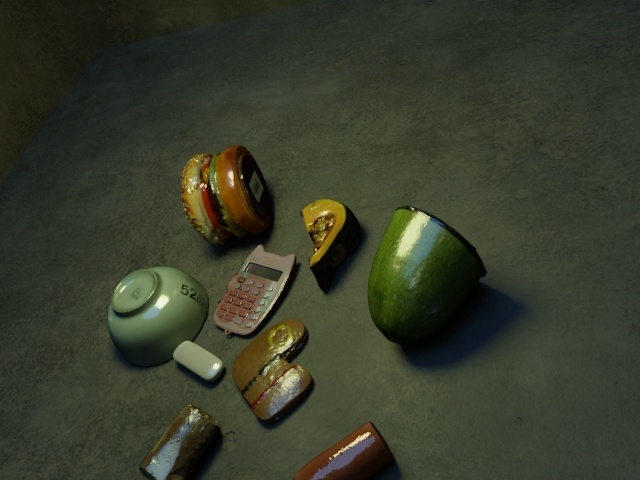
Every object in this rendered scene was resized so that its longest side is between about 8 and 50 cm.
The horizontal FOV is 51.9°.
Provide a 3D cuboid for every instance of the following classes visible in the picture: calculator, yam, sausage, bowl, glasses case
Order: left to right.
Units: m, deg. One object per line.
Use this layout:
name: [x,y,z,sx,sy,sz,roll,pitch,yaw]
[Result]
bowl: [-0.566,0.216,2.172,0.353,0.185,0.354,-15,46,16]
yam: [-0.380,0.568,1.804,0.238,0.129,0.128,-53,13,-23]
glasses case: [-0.376,0.371,2.026,0.204,0.051,0.081,22,65,40]
calculator: [-0.216,0.169,2.131,0.220,0.048,0.330,15,62,36]
sausage: [0.046,0.554,1.596,0.259,0.114,0.113,-34,44,-4]

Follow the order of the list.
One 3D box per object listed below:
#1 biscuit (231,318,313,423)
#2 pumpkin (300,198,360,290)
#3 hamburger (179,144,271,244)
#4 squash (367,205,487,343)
biscuit: [-0.121,0.363,1.896,0.262,0.052,0.277,-36,44,-5]
pumpkin: [0.000,-0.001,2.098,0.190,0.139,0.280,19,59,34]
hamburger: [-0.332,-0.158,2.295,0.250,0.330,0.330,-18,45,14]
squash: [0.235,0.114,1.775,0.309,0.310,0.310,-50,46,-9]
